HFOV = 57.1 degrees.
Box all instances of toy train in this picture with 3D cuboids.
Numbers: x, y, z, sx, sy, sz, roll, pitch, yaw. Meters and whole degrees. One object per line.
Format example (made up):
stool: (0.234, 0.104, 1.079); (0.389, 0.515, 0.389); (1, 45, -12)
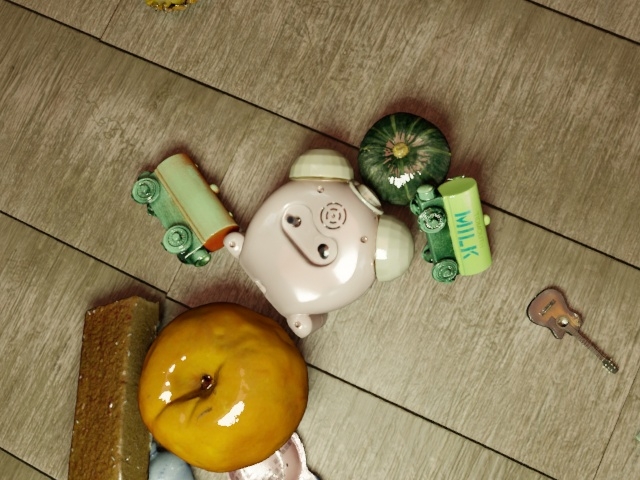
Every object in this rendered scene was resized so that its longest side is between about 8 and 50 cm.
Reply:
toy train: (-0.310, -0.075, 1.360); (0.177, 0.116, 0.285); (-36, 67, -5)
toy train: (0.289, -0.023, 1.269); (0.157, 0.105, 0.253); (-19, 120, 3)

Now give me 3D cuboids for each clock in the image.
clock: (0.000, 0.000, 1.286); (0.326, 0.184, 0.342); (-41, 86, 8)

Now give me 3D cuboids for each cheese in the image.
cheese: (-0.093, 0.513, 1.289); (0.286, 0.074, 0.189); (35, 87, 10)

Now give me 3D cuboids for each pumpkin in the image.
pumpkin: (0.187, -0.182, 1.321); (0.211, 0.152, 0.212); (-1, 86, 8)

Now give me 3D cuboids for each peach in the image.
peach: (-0.188, 0.297, 1.209); (0.342, 0.301, 0.343); (-5, 69, 13)

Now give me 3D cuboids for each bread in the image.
bread: (-0.438, 0.337, 1.263); (0.165, 0.113, 0.416); (-17, 61, 25)

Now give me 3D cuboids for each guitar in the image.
guitar: (0.560, 0.206, 1.295); (0.233, 0.025, 0.088); (44, 88, 9)

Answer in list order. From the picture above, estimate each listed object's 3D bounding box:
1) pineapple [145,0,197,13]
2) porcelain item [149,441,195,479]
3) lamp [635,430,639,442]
pineapple: (-0.370, -0.658, 1.480); (0.225, 0.076, 0.225); (-1, 79, 6)
porcelain item: (-0.320, 0.561, 1.277); (0.141, 0.141, 0.259); (-35, 88, 0)
lamp: (0.740, 0.360, 1.223); (0.106, 0.106, 0.193); (40, 97, 9)
